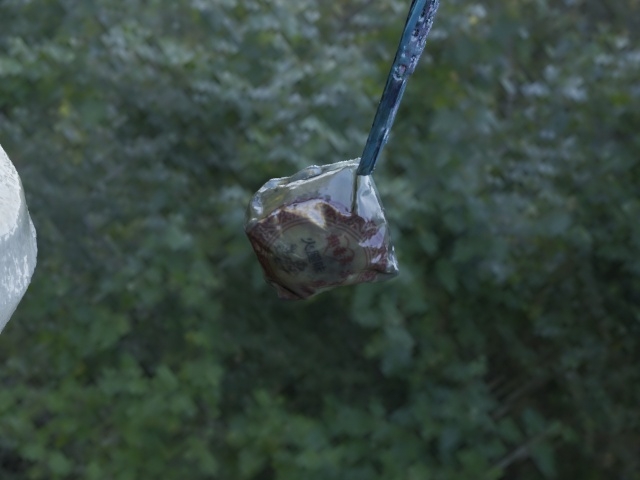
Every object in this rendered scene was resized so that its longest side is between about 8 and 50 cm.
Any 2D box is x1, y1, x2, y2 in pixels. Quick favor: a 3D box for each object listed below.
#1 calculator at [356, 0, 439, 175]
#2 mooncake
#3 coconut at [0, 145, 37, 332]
[{"bbox_3d":[0.053,-0.119,1.012,0.018,0.172,0.057,22,33,4],"label":"calculator"},{"bbox_3d":[0.000,0.000,1.600,0.073,0.130,0.125,-92,166,-50],"label":"mooncake"},{"bbox_3d":[-0.343,0.024,1.267,0.237,0.266,0.237,32,24,-16],"label":"coconut"}]
